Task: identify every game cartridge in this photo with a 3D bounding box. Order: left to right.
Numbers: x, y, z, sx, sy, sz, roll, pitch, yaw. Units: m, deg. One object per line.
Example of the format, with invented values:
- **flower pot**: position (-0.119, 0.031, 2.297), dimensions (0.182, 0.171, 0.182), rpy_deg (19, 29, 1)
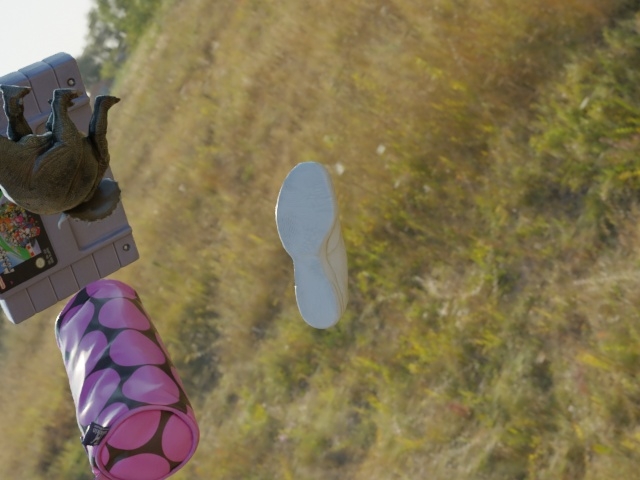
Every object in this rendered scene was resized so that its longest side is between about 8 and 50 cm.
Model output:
- **game cartridge**: position (-0.408, -0.066, 1.364), dimensions (0.230, 0.355, 0.068), rpy_deg (-34, 42, -29)

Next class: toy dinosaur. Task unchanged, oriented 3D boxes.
- **toy dinosaur**: position (-0.306, -0.091, 1.092), dimensions (0.313, 0.121, 0.160), rpy_deg (-5, -85, -79)

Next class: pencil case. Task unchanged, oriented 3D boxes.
- **pencil case**: position (-0.181, 0.123, 0.839), dimensions (0.098, 0.095, 0.209), rpy_deg (-47, 34, 8)

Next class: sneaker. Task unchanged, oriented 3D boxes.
- **sneaker**: position (0.000, 0.000, 1.213), dimensions (0.094, 0.080, 0.212), rpy_deg (-32, -60, -64)
